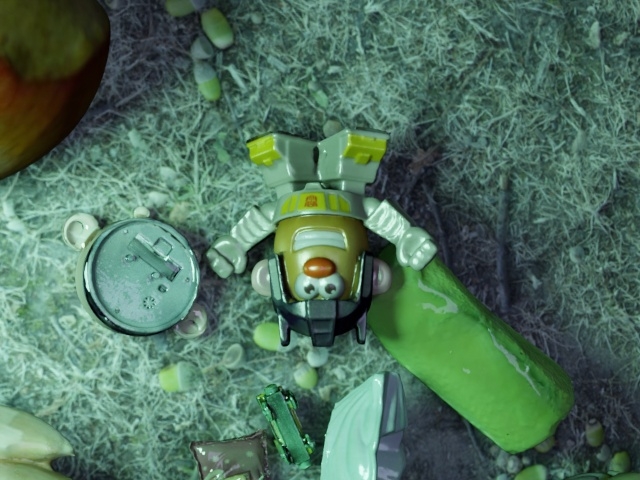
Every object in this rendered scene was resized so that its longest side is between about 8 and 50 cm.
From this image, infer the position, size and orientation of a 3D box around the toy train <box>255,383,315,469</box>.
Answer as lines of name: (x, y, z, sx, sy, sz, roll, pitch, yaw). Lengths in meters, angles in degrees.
toy train: (-0.045, 0.243, 1.790, 0.050, 0.081, 0.122, -24, 96, -10)

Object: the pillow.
pillow: (-0.109, 0.341, 1.786, 0.118, 0.043, 0.184, -10, 96, -27)

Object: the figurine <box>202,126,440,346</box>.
figurine: (0.004, 0.000, 1.765, 0.143, 0.309, 0.308, 10, 84, -61)

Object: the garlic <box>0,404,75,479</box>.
garlic: (-0.419, 0.322, 1.553, 0.325, 0.132, 0.278, 11, 91, 24)

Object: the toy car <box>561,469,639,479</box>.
toy car: (0.346, 0.461, 1.855, 0.336, 0.226, 0.242, -11, 93, -21)

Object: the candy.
candy: (0.198, 0.146, 1.867, 0.343, 0.132, 0.142, 44, 118, -13)

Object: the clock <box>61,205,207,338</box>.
clock: (-0.231, 0.045, 1.735, 0.229, 0.063, 0.155, 43, 76, -16)

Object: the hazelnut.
hazelnut: (-0.426, -0.232, 1.536, 0.366, 0.366, 0.365, 0, 89, -20)

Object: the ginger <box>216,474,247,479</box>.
ginger: (-0.144, 0.491, 1.670, 0.359, 0.211, 0.413, 10, 124, 0)

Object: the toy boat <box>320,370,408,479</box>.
toy boat: (0.058, 0.315, 1.792, 0.100, 0.199, 0.290, 5, 86, 13)
